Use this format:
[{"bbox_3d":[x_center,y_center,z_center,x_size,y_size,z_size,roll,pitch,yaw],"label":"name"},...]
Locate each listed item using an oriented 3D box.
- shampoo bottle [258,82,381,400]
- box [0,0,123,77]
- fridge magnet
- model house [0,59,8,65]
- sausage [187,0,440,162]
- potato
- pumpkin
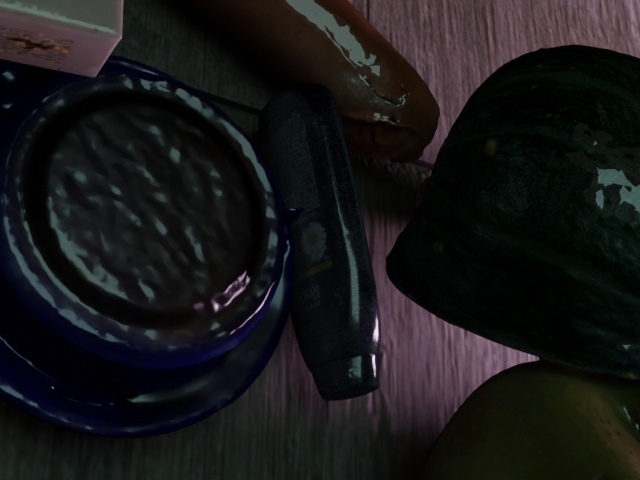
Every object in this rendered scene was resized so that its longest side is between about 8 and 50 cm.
[{"bbox_3d":[0.000,0.000,0.756,0.049,0.087,0.233,2,66,-33],"label":"shampoo bottle"},{"bbox_3d":[-0.197,-0.271,0.511,0.205,0.051,0.365,8,68,-26],"label":"box"},{"bbox_3d":[-0.128,-0.006,0.656,0.266,0.113,0.265,13,64,-29],"label":"fridge magnet"},{"bbox_3d":[-0.261,-0.251,0.624,0.211,0.204,0.243,-3,73,-30],"label":"model house"},{"bbox_3d":[-0.067,-0.207,0.812,0.419,0.094,0.094,38,10,-13],"label":"sausage"},{"bbox_3d":[0.222,0.185,0.745,0.351,0.202,0.218,-14,33,-43],"label":"potato"},{"bbox_3d":[0.216,-0.038,0.771,0.263,0.196,0.293,25,24,23],"label":"pumpkin"}]
